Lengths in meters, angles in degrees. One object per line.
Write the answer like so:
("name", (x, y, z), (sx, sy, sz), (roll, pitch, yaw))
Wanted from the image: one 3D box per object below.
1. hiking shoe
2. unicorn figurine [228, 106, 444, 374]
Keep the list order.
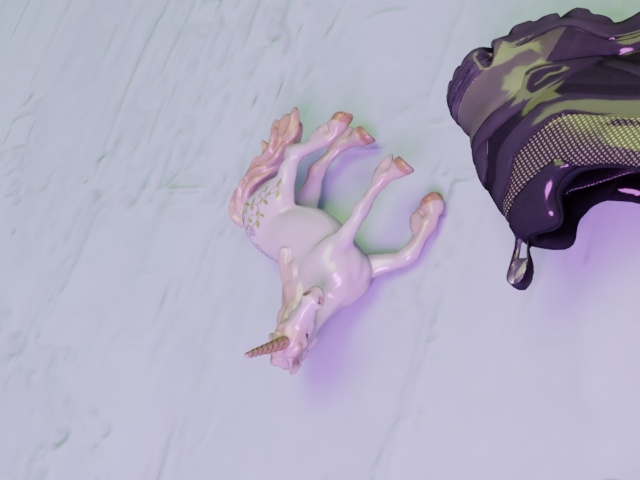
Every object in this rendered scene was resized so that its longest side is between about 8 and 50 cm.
("hiking shoe", (0.171, -0.055, 0.584), (0.227, 0.086, 0.114), (-21, 72, 19))
("unicorn figurine", (0.000, 0.000, 0.689), (0.111, 0.060, 0.162), (-47, 27, 2))
